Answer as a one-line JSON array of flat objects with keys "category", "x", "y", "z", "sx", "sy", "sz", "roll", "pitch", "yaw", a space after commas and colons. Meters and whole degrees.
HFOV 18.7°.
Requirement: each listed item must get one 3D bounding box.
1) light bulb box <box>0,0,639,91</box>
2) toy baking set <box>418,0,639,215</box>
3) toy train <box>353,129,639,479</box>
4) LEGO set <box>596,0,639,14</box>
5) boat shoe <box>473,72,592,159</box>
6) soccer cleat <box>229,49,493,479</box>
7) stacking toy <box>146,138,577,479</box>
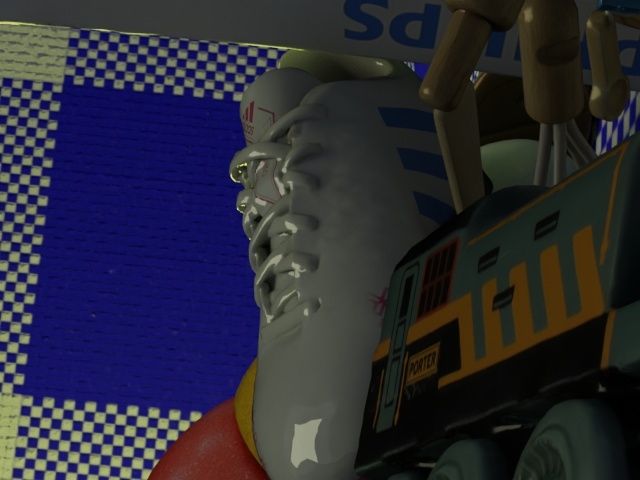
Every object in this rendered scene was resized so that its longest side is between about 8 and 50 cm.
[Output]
[{"category": "light bulb box", "x": 0.024, "y": -0.291, "z": 0.947, "sx": 0.225, "sy": 0.358, "sz": 0.361, "roll": -86, "pitch": 2, "yaw": -51}, {"category": "toy baking set", "x": 0.108, "y": -0.081, "z": 0.834, "sx": 0.197, "sy": 0.030, "sz": 0.256, "roll": 42, "pitch": -109, "yaw": -54}, {"category": "toy train", "x": 0.099, "y": 0.060, "z": 0.663, "sx": 0.334, "sy": 0.142, "sz": 0.190, "roll": 138, "pitch": 143, "yaw": -70}, {"category": "LEGO set", "x": 0.156, "y": -0.146, "z": 0.730, "sx": 0.227, "sy": 0.087, "sz": 0.093, "roll": 121, "pitch": 154, "yaw": -81}, {"category": "boat shoe", "x": 0.095, "y": -0.002, "z": 1.289, "sx": 0.098, "sy": 0.109, "sz": 0.302, "roll": -63, "pitch": -3, "yaw": -64}, {"category": "soccer cleat", "x": 0.000, "y": 0.000, "z": 0.947, "sx": 0.116, "sy": 0.143, "sz": 0.331, "roll": -36, "pitch": 18, "yaw": 23}, {"category": "stacking toy", "x": 0.040, "y": 0.155, "z": 1.182, "sx": 0.350, "sy": 0.350, "sz": 0.480, "roll": -90, "pitch": 24, "yaw": -63}]
